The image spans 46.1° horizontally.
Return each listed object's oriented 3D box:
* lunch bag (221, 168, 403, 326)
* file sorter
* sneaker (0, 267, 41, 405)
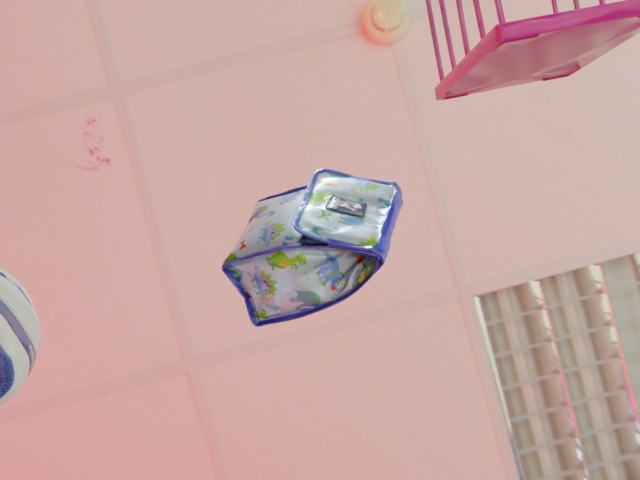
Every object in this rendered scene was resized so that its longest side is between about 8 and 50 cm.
[{"bbox_3d":[0.000,0.000,0.709,0.151,0.129,0.096,-14,-62,22],"label":"lunch bag"},{"bbox_3d":[0.256,-0.309,0.931,0.202,0.290,0.182,-11,-91,-4],"label":"file sorter"},{"bbox_3d":[-0.306,0.020,0.434,0.296,0.131,0.112,20,-89,-25],"label":"sneaker"}]
